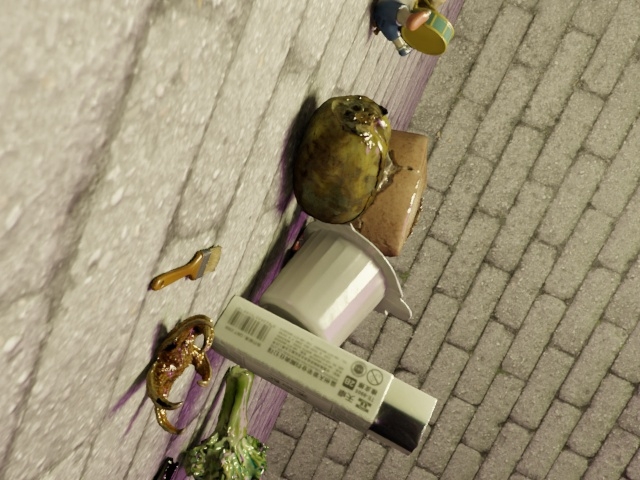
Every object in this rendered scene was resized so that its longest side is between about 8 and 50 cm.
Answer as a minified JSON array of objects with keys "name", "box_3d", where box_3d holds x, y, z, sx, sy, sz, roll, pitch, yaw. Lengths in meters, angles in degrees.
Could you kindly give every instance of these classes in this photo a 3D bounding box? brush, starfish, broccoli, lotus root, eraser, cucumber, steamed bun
[{"name":"brush","box_3d":[-0.168,0.037,0.706,0.170,0.014,0.043,-35,147,-74]},{"name":"starfish","box_3d":[-0.190,0.172,0.755,0.146,0.074,0.190,-58,170,-47]},{"name":"broccoli","box_3d":[-0.230,0.436,1.258,0.198,0.177,0.275,-15,106,-36]},{"name":"lotus root","box_3d":[0.034,-0.139,0.986,0.275,0.159,0.152,106,-12,-55]},{"name":"eraser","box_3d":[0.000,0.238,0.997,0.098,0.403,0.096,-58,169,-29]},{"name":"cucumber","box_3d":[-0.313,0.479,1.051,0.135,0.033,0.034,-59,174,-33]},{"name":"steamed bun","box_3d":[0.115,-0.126,1.206,0.199,0.251,0.302,96,11,-65]}]

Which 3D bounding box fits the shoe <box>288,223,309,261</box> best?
[{"name":"shoe","box_3d":[0.000,0.000,1.393,0.291,0.114,0.137,-53,161,-42]}]

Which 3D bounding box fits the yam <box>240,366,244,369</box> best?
[{"name":"yam","box_3d":[-0.191,0.311,1.408,0.107,0.014,0.014,-60,171,-35]}]

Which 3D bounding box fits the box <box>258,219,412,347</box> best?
[{"name":"box","box_3d":[0.017,0.130,1.134,0.206,0.291,0.262,-46,179,-27]}]

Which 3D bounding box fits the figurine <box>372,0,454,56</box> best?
[{"name":"figurine","box_3d":[0.216,-0.494,1.058,0.276,0.158,0.161,-64,-178,-3]}]
